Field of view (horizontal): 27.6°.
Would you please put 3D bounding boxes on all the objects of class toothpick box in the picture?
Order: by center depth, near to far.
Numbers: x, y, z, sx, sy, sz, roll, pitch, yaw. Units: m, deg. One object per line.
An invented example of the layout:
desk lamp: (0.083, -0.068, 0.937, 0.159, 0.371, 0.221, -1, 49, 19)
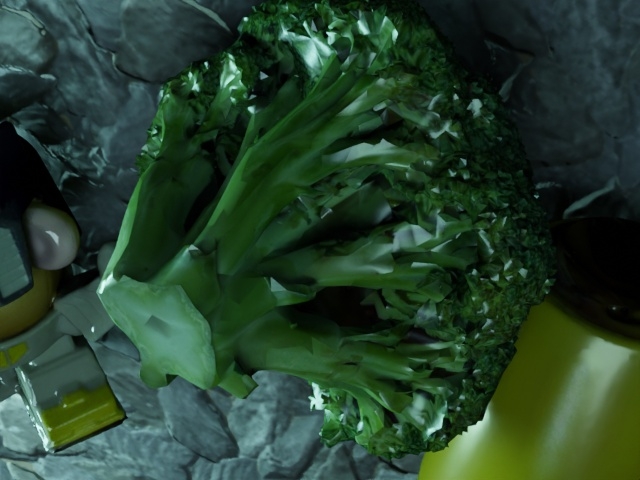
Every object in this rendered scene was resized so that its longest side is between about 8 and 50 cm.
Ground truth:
toothpick box: (0.174, 0.119, 0.904, 0.175, 0.175, 0.271, 16, 126, 5)

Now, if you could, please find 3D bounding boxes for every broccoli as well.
broccoli: (0.000, 0.000, 0.803, 0.308, 0.275, 0.307, 23, 133, 26)

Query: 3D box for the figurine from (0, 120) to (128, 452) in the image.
figurine: (-0.258, 0.023, 0.982, 0.309, 0.143, 0.308, -3, 128, -3)
